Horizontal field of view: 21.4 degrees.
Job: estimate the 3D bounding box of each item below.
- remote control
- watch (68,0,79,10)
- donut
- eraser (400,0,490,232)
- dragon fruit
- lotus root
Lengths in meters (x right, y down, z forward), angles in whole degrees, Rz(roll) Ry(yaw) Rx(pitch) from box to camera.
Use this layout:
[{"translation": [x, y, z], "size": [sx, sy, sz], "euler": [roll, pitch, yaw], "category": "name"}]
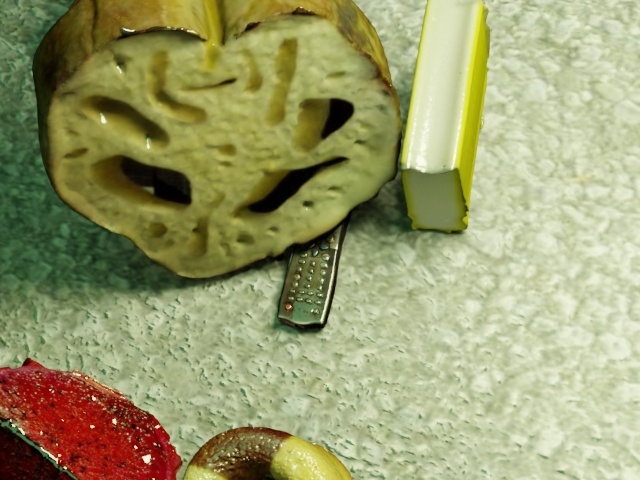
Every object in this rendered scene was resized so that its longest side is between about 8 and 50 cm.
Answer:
[{"translation": [0.000, 0.000, 1.869], "size": [0.059, 0.028, 0.212], "euler": [10, 65, 9], "category": "remote control"}, {"translation": [-0.142, -0.274, 1.862], "size": [0.314, 0.327, 0.335], "euler": [-15, 62, 1], "category": "watch"}, {"translation": [-0.058, 0.264, 1.716], "size": [0.184, 0.073, 0.166], "euler": [25, 72, 21], "category": "donut"}, {"translation": [0.139, -0.136, 1.844], "size": [0.069, 0.158, 0.226], "euler": [5, 64, 13], "category": "eraser"}, {"translation": [-0.266, 0.231, 1.714], "size": [0.262, 0.163, 0.189], "euler": [38, 92, 6], "category": "dragon fruit"}, {"translation": [-0.105, -0.116, 1.759], "size": [0.390, 0.375, 0.111], "euler": [1, 38, -18], "category": "lotus root"}]
